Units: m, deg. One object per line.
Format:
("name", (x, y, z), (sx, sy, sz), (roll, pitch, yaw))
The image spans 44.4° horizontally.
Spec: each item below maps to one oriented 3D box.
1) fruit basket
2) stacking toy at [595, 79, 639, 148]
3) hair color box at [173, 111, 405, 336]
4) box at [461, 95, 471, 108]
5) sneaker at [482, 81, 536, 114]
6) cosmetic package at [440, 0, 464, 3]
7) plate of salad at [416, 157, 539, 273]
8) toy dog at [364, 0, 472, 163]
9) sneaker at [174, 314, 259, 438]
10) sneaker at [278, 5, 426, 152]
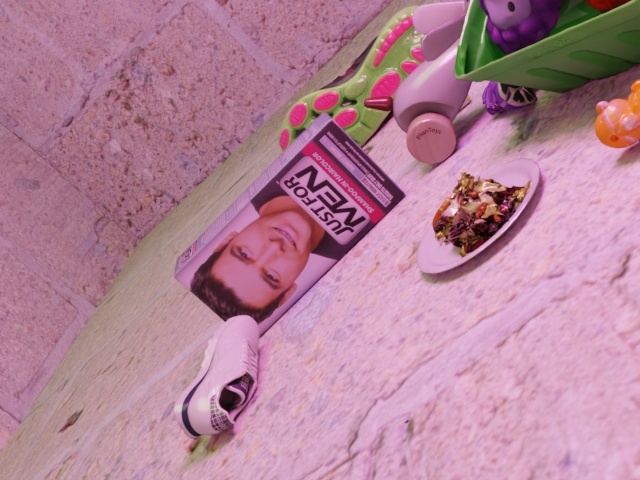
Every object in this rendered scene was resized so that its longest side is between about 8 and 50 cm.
("fruit basket", (0.272, -0.369, 0.951), (0.392, 0.392, 0.282), (-10, 63, 65))
("stacking toy", (0.381, -0.189, 0.756), (0.302, 0.175, 0.165), (-50, 11, 46))
("hair color box", (-0.057, -0.021, 1.356), (0.374, 0.185, 0.113), (-44, 16, 7))
("box", (0.226, -0.269, 1.508), (0.109, 0.042, 0.178), (-40, 16, 18))
("sneaker", (0.288, -0.223, 1.227), (0.071, 0.068, 0.170), (-57, 2, 20))
("cosmetic package", (0.434, -0.712, 1.881), (0.365, 0.155, 0.197), (-40, 14, 25))
("plate of salad", (0.193, -0.039, 1.004), (0.200, 0.048, 0.200), (-41, 16, 14))
("toy dog", (0.178, -0.300, 1.282), (0.220, 0.161, 0.333), (-94, 19, -76))
("sneaker", (-0.132, 0.204, 1.209), (0.095, 0.090, 0.235), (-20, 31, 32))
("sneaker", (0.108, -0.341, 1.843), (0.483, 0.185, 0.202), (-38, -1, 17))
